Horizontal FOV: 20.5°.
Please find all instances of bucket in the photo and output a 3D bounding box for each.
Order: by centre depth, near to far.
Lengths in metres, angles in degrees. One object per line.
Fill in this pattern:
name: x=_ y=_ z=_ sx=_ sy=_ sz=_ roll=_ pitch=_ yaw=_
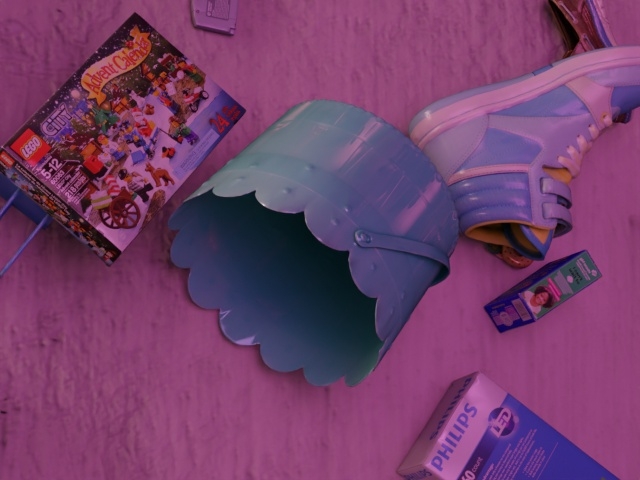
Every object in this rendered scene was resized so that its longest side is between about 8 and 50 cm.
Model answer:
bucket: x=0.000 y=0.000 z=1.858 sx=0.281 sy=0.281 sz=0.183 roll=45 pitch=58 yaw=-4

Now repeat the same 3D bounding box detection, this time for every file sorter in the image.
file sorter: x=-0.365 y=-0.044 z=1.815 sx=0.170 sy=0.118 sz=0.104 roll=38 pitch=71 yaw=-8

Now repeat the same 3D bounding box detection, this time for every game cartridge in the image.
game cartridge: x=-0.121 y=-0.278 z=2.020 sx=0.056 sy=0.017 sz=0.083 roll=12 pitch=72 yaw=-21

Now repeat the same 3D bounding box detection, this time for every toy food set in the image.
toy food set: x=0.225 y=-0.014 z=2.077 sx=0.083 sy=0.020 sz=0.083 roll=36 pitch=68 yaw=-8

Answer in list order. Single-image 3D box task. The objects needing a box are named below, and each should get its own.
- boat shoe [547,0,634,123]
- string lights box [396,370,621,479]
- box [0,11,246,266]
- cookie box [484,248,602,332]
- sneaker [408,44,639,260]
boat shoe: x=0.325 y=-0.222 z=2.150 sx=0.066 sy=0.066 sz=0.183 roll=-17 pitch=80 yaw=-11
string lights box: x=0.231 y=0.278 z=1.973 sx=0.260 sy=0.077 sz=0.133 roll=38 pitch=66 yaw=-7
box: x=-0.204 y=-0.107 z=1.815 sx=0.159 sy=0.044 sz=0.233 roll=41 pitch=55 yaw=-6
cookie box: x=0.256 y=0.058 z=2.031 sx=0.107 sy=0.092 sz=0.040 roll=-32 pitch=92 yaw=-24
sneaker: x=0.280 y=-0.092 z=2.029 sx=0.319 sy=0.127 sz=0.208 roll=-18 pitch=72 yaw=-4
